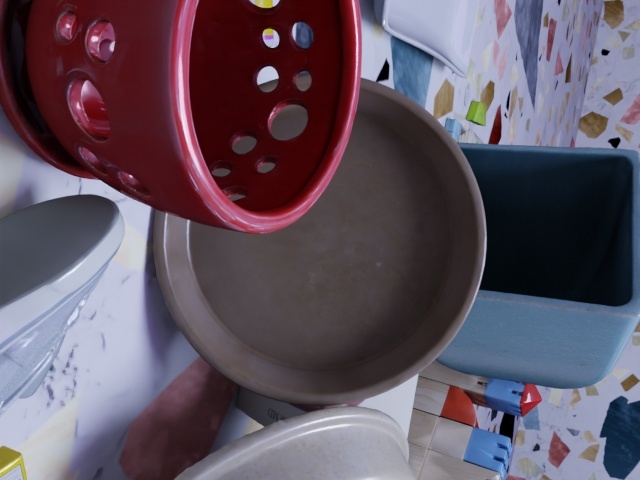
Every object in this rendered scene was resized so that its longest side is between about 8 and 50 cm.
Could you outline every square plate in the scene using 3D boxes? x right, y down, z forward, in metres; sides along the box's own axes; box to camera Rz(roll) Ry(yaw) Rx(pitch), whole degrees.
[{"bbox_3d":[0.163,-0.428,0.896,0.347,0.049,0.344,-5,104,-61],"label":"square plate"}]

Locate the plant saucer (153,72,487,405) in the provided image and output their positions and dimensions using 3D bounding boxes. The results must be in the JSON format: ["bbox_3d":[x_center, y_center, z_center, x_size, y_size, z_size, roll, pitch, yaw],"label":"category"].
[{"bbox_3d":[0.000,0.000,0.551,0.041,0.278,0.277,-119,-141,-87],"label":"plant saucer"}]

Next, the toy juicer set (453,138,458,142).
[{"bbox_3d":[0.141,-0.001,0.966,0.329,0.090,0.209,-64,152,-48],"label":"toy juicer set"}]

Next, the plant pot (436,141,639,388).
[{"bbox_3d":[0.251,0.055,0.816,0.252,0.247,0.247,75,28,-46],"label":"plant pot"}]

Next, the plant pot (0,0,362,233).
[{"bbox_3d":[-0.090,-0.109,0.403,0.191,0.174,0.191,-30,125,-56],"label":"plant pot"}]

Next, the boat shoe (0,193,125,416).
[{"bbox_3d":[-0.199,0.063,0.379,0.227,0.079,0.081,-51,151,-34],"label":"boat shoe"}]

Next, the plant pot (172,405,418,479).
[{"bbox_3d":[0.019,0.358,0.496,0.334,0.305,0.333,-22,136,-23],"label":"plant pot"}]

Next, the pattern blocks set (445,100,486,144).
[{"bbox_3d":[0.293,-0.128,1.272,0.325,0.026,0.285,-16,113,-59],"label":"pattern blocks set"}]

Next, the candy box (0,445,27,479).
[{"bbox_3d":[-0.256,0.219,0.368,0.206,0.027,0.105,-31,129,-54],"label":"candy box"}]

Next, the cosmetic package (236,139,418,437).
[{"bbox_3d":[0.021,0.050,0.668,0.129,0.153,0.296,6,93,-39],"label":"cosmetic package"}]

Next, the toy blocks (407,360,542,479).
[{"bbox_3d":[0.145,0.302,0.898,0.381,0.261,0.190,-62,148,-28],"label":"toy blocks"}]

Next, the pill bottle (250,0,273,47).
[{"bbox_3d":[-0.063,-0.209,0.558,0.043,0.043,0.083,-31,127,-55],"label":"pill bottle"}]
